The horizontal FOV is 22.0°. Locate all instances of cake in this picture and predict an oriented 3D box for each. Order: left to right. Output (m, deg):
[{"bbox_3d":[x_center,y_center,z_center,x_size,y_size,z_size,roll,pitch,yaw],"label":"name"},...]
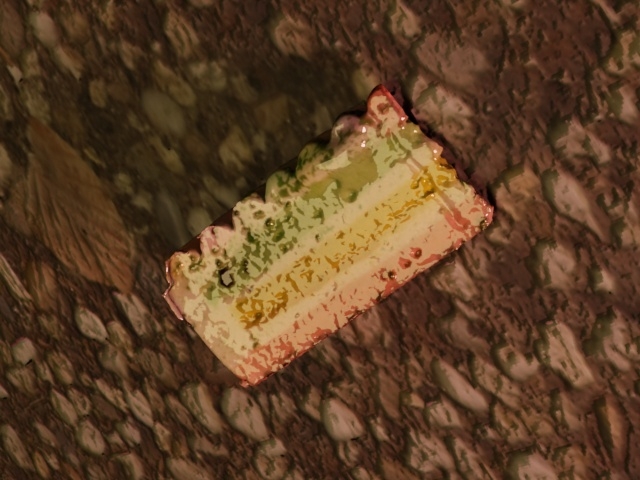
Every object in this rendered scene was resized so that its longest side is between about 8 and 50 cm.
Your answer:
[{"bbox_3d":[0.009,-0.006,1.069,0.225,0.090,0.109,-37,89,30],"label":"cake"}]
